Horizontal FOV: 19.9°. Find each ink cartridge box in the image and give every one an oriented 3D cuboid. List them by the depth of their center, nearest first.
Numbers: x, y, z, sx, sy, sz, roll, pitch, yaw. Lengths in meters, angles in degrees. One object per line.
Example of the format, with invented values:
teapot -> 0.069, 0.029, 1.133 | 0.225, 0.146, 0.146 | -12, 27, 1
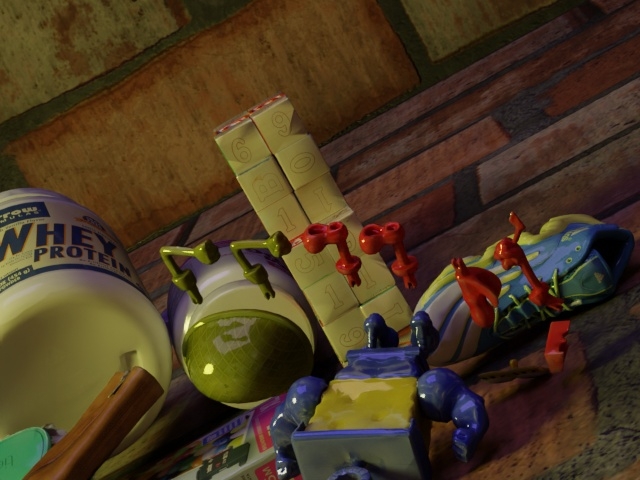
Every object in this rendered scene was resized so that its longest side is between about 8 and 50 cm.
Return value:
ink cartridge box -> -0.135, 0.250, 1.706 | 0.311, 0.065, 0.186 | -32, 10, 0

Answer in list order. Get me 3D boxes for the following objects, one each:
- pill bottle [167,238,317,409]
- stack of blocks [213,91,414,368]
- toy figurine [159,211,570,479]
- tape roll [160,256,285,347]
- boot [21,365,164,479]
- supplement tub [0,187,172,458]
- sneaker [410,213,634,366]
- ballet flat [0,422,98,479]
pill bottle -> -0.088, 0.094, 2.045 | 0.160, 0.160, 0.283 | -30, 11, -2
stack of blocks -> 0.000, 0.000, 1.863 | 0.087, 0.297, 0.171 | -29, 9, -1
toy figurine -> 0.012, 0.123, 1.512 | 0.362, 0.191, 0.217 | -3, 40, 19
tape roll -> -0.112, 0.089, 2.374 | 0.189, 0.080, 0.189 | -28, 10, 6
boot -> -0.279, 0.236, 1.758 | 0.280, 0.096, 0.264 | -57, 8, -19
supplement tub -> -0.312, 0.089, 2.076 | 0.235, 0.235, 0.325 | -31, 29, -4
sneaker -> 0.197, 0.039, 1.708 | 0.240, 0.091, 0.126 | -34, 11, -27
ballet flat -> -0.410, 0.321, 1.940 | 0.409, 0.147, 0.147 | -20, 12, 19
